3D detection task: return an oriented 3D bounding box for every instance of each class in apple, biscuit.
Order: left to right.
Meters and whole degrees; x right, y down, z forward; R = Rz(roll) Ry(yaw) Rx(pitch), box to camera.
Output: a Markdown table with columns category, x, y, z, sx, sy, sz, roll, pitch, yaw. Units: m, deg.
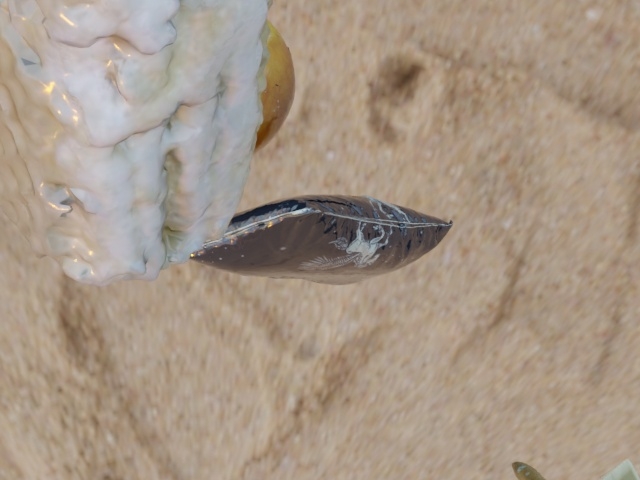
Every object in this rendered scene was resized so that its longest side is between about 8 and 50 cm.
| category | x | y | z | sx | sy | sz | roll | pitch | yaw |
| --- | --- | --- | --- | --- | --- | --- | --- | --- | --- |
| biscuit | -0.156 | -0.169 | 0.614 | 0.078 | 0.144 | 0.426 | -27 | 58 | -26 |
| apple | -0.085 | -0.124 | 1.496 | 0.147 | 0.146 | 0.146 | 1 | 75 | -4 |

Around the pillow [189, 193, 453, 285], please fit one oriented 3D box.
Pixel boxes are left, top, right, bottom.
| category | x | y | z | sx | sy | sz | roll | pitch | yaw |
| --- | --- | --- | --- | --- | --- | --- | --- | --- | --- |
| pillow | 0.000 | 0.000 | 1.525 | 0.141 | 0.208 | 0.055 | -17 | 75 | 35 |

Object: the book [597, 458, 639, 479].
| category | x | y | z | sx | sy | sz | roll | pitch | yaw |
| --- | --- | --- | --- | --- | --- | --- | --- | --- | --- |
| book | 0.130 | 0.142 | 0.750 | 0.014 | 0.077 | 0.111 | -29 | 84 | 25 |

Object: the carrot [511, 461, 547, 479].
| category | x | y | z | sx | sy | sz | roll | pitch | yaw |
| --- | --- | --- | --- | --- | --- | --- | --- | --- | --- |
| carrot | 0.214 | 0.240 | 1.553 | 0.049 | 0.254 | 0.049 | -11 | 119 | -20 |
